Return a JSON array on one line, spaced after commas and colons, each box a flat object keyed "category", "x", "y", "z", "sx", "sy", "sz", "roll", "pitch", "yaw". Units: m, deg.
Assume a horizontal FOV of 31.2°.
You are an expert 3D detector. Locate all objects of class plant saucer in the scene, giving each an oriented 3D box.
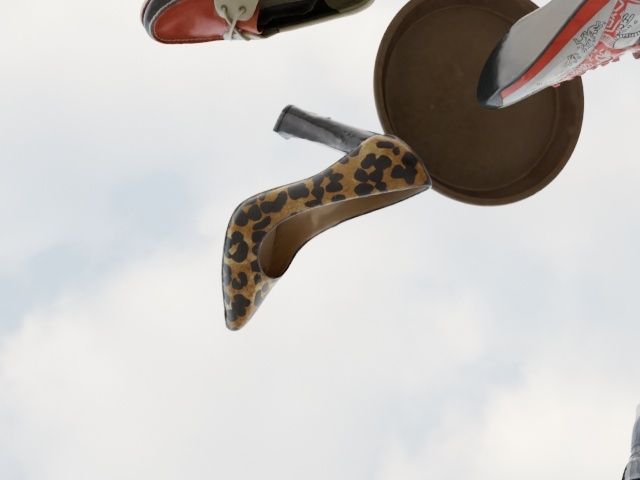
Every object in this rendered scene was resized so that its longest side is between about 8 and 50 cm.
[{"category": "plant saucer", "x": 0.188, "y": -0.176, "z": 1.380, "sx": 0.278, "sy": 0.041, "sz": 0.277, "roll": 2, "pitch": -97, "yaw": -18}]

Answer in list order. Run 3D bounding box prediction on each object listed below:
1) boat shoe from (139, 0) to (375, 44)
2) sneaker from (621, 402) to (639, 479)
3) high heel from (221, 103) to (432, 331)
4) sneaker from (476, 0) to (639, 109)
[{"category": "boat shoe", "x": -0.036, "y": -0.136, "z": 0.659, "sx": 0.137, "sy": 0.049, "sz": 0.043, "roll": -15, "pitch": -125, "yaw": -2}, {"category": "sneaker", "x": 0.439, "y": 0.262, "z": 1.236, "sx": 0.163, "sy": 0.226, "sz": 0.086, "roll": -59, "pitch": -40, "yaw": -40}, {"category": "high heel", "x": 0.000, "y": 0.000, "z": 1.211, "sx": 0.093, "sy": 0.186, "sz": 0.261, "roll": 9, "pitch": -78, "yaw": -64}, {"category": "sneaker", "x": 0.294, "y": -0.205, "z": 1.198, "sx": 0.145, "sy": 0.270, "sz": 0.090, "roll": 23, "pitch": -136, "yaw": -23}]
